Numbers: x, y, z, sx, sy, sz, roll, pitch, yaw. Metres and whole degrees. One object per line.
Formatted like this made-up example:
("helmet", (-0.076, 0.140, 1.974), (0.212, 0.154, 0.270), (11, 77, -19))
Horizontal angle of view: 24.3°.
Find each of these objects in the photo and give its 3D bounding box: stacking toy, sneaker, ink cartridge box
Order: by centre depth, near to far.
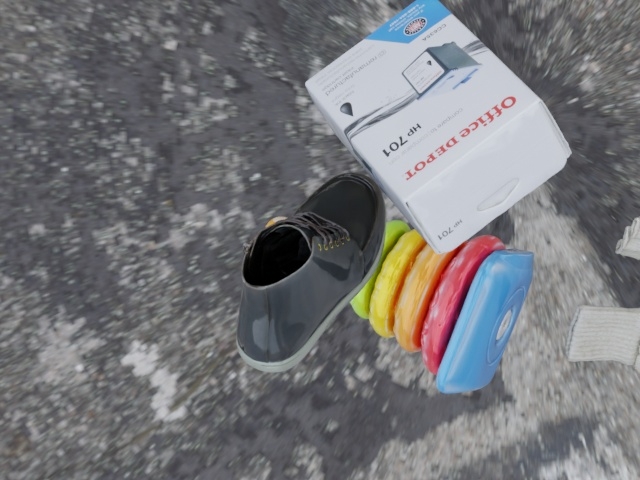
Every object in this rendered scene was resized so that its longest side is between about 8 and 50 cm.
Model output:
("ink cartridge box", (0.095, -0.101, 1.243), (0.139, 0.191, 0.082), (-37, 134, 0))
("sneaker", (0.000, 0.000, 1.279), (0.083, 0.118, 0.222), (20, 53, 14))
("stacking toy", (0.071, 0.035, 1.645), (0.301, 0.175, 0.166), (23, 99, 21))

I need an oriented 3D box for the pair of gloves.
("pair of gloves", (0.388, 0.057, 1.580), (0.204, 0.042, 0.240), (10, 124, -15))
